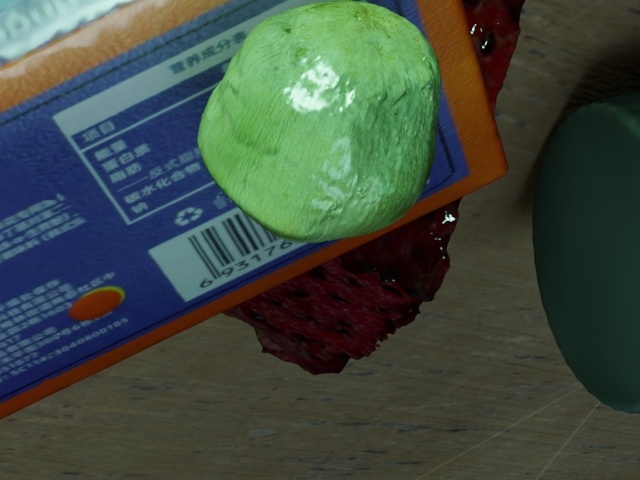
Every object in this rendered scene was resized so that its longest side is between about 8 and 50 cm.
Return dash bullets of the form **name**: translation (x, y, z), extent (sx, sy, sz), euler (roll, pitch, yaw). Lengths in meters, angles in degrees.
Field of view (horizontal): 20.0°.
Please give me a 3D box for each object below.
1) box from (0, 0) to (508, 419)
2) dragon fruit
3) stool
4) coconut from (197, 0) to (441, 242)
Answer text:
- **box**: translation (-0.148, -0.130, 0.796), extent (0.349, 0.318, 0.257), euler (-25, 153, 1)
- **dragon fruit**: translation (0.000, 0.000, 1.221), extent (0.302, 0.240, 0.330), euler (-8, 143, -11)
- **stool**: translation (0.373, -0.006, 1.472), extent (0.330, 0.297, 0.297), euler (-7, 148, -21)
- **coconut**: translation (0.000, -0.039, 0.652), extent (0.088, 0.088, 0.096), euler (-7, 139, -30)
